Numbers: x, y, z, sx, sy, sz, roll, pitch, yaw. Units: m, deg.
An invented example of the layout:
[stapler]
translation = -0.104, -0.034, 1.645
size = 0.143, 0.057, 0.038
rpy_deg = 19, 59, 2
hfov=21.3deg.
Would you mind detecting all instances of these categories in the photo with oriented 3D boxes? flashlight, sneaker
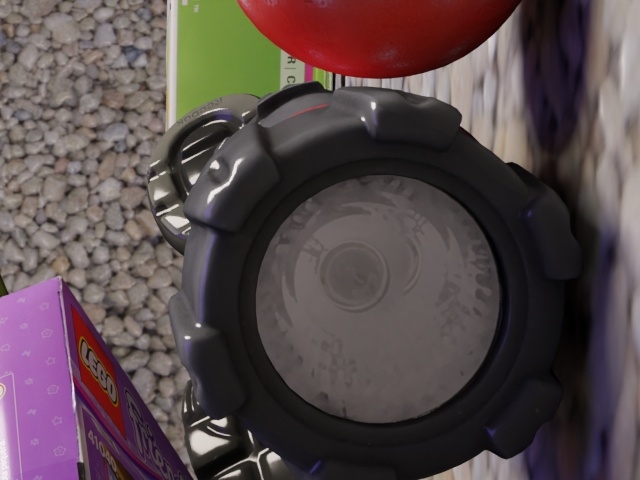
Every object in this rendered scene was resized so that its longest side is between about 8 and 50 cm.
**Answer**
[flashlight]
translation = 0.000, 0.000, 0.544
size = 0.304, 0.103, 0.103
rpy_deg = -143, 57, -81
[sneaker]
translation = -0.006, 0.046, 0.770
size = 0.106, 0.101, 0.267
rpy_deg = 55, -165, -44

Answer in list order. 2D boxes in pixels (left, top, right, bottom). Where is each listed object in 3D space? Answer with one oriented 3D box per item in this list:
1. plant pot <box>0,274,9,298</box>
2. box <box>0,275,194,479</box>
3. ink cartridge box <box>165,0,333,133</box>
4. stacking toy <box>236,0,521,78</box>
[plant pot]
translation = -0.195, 0.184, 0.729
size = 0.293, 0.275, 0.275
rpy_deg = 54, 156, 26
[box]
translation = -0.055, 0.181, 0.646
size = 0.201, 0.057, 0.293
rpy_deg = -105, -7, -46
[ink cartridge box]
translation = -0.047, -0.096, 1.045
size = 0.255, 0.097, 0.188
rpy_deg = -122, 33, -81
[stacking toy]
translation = 0.006, -0.206, 0.431
size = 0.141, 0.141, 0.330
rpy_deg = -124, 31, -80
